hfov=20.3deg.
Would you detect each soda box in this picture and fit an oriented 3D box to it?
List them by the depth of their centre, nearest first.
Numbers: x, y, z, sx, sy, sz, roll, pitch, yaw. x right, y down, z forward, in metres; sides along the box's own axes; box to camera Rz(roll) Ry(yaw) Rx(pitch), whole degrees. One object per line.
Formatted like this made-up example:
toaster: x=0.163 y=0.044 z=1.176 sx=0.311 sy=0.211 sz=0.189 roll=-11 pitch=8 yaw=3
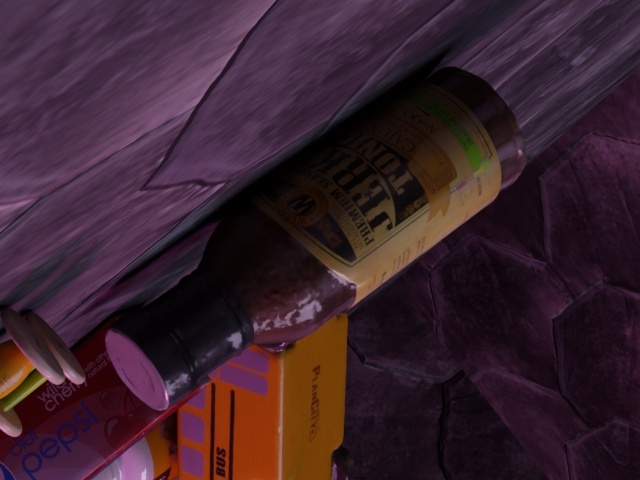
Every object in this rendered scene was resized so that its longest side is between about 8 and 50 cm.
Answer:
soda box: x=-0.216 y=0.163 z=1.395 sx=0.263 sy=0.083 sz=0.092 roll=-40 pitch=176 yaw=13

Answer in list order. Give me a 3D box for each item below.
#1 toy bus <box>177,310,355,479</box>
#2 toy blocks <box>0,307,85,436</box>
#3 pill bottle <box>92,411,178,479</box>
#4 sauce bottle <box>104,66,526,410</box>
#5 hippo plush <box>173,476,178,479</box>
toy bus: x=-0.049 y=0.145 z=1.543 sx=0.108 sy=0.130 sz=0.333 roll=-28 pitch=126 yaw=-49
toy blocks: x=-0.214 y=0.105 z=1.032 sx=0.148 sy=0.054 sz=0.123 roll=-38 pitch=175 yaw=-1
pill bottle: x=-0.165 y=0.167 z=1.610 sx=0.215 sy=0.117 sz=0.117 roll=-33 pitch=173 yaw=-48
sauce bottle: x=0.000 y=0.000 z=1.287 sx=0.344 sy=0.111 sz=0.111 roll=-37 pitch=176 yaw=-27
hippo plush: x=-0.161 y=0.267 z=1.857 sx=0.294 sy=0.236 sz=0.234 roll=21 pitch=119 yaw=-40
